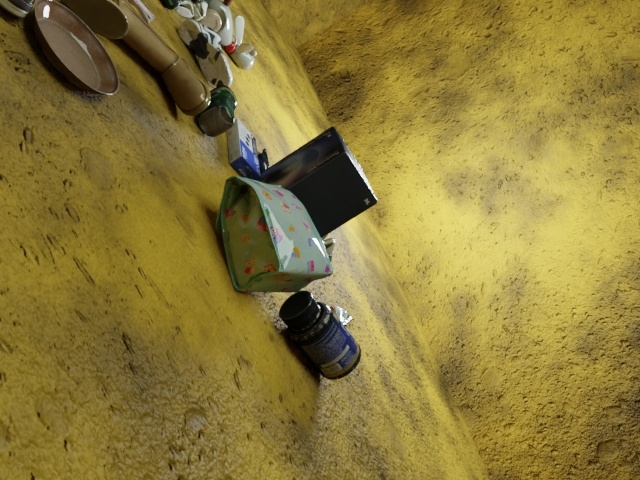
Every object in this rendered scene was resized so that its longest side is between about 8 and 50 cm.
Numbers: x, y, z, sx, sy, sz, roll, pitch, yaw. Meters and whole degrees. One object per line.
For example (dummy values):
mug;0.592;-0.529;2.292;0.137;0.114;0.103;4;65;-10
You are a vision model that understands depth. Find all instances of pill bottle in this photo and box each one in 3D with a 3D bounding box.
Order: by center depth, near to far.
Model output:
pill bottle;-0.003;0.228;1.373;0.219;0.123;0.123;54;16;-28

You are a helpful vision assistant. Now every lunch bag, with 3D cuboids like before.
lunch bag;-0.116;-0.019;1.311;0.223;0.160;0.262;7;59;-57

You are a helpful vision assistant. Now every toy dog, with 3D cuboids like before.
toy dog;-0.330;-0.802;2.120;0.220;0.161;0.334;65;14;14

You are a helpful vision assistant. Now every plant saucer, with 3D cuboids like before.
plant saucer;-0.459;-0.351;1.050;0.198;0.036;0.198;56;15;-23

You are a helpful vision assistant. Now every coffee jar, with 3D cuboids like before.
coffee jar;-0.284;-0.364;1.573;0.079;0.096;0.184;56;15;-31

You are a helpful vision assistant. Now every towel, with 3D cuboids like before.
towel;-0.495;-0.622;1.387;0.197;0.029;0.144;48;3;35

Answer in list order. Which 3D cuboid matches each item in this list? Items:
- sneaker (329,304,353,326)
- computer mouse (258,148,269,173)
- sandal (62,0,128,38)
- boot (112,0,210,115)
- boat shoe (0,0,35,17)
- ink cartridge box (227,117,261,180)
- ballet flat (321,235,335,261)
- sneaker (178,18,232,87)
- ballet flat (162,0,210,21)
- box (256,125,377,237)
sneaker;0.046;0.235;1.702;0.075;0.057;0.161;46;13;9
computer mouse;-0.192;-0.254;1.824;0.242;0.041;0.071;-99;174;-71
sandal;-0.487;-0.505;1.144;0.240;0.088;0.079;19;50;-63
boot;-0.397;-0.438;1.338;0.236;0.089;0.269;52;5;35
boat shoe;-0.531;-0.506;0.975;0.103;0.092;0.285;39;26;-56
ink cartridge box;-0.230;-0.268;1.682;0.097;0.046;0.207;48;20;-40
ballet flat;0.000;0.000;1.913;0.221;0.079;0.077;51;16;-36
sneaker;-0.344;-0.601;1.818;0.235;0.094;0.153;49;24;-7
ballet flat;-0.437;-0.775;1.861;0.096;0.095;0.280;70;23;-7
box;-0.026;-0.146;1.595;0.182;0.296;0.294;54;9;-24
